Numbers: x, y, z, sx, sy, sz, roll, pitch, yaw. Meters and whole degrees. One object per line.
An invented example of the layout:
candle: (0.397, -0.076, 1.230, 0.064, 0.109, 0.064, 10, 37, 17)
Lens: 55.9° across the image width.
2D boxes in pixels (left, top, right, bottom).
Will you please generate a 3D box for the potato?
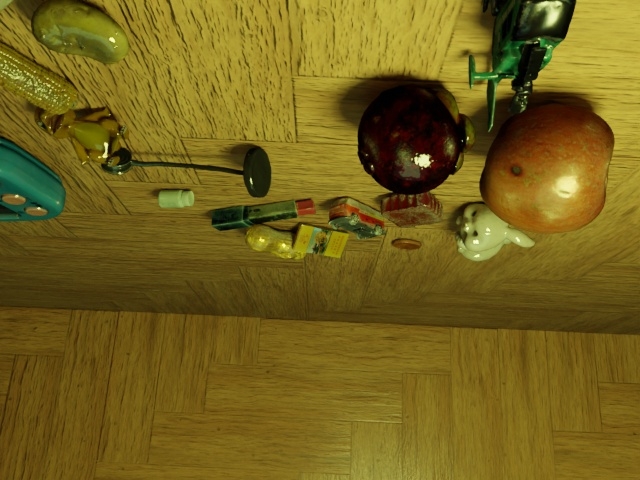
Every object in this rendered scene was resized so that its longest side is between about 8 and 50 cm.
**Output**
potato: (-0.356, -0.313, 0.902, 0.138, 0.070, 0.091, 10, 155, -27)

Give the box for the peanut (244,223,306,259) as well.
peanut: (-0.132, 0.004, 1.808, 0.207, 0.087, 0.087, 17, 157, -29)

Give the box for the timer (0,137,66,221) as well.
timer: (-0.793, -0.143, 1.409, 0.309, 0.115, 0.340, -2, 161, 11)

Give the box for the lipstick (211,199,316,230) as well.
lipstick: (-0.150, -0.073, 1.634, 0.312, 0.051, 0.051, -7, 157, 23)

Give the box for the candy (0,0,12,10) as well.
candy: (-0.544, -0.348, 0.641, 0.427, 0.186, 0.386, 16, 149, -30)

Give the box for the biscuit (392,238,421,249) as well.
biscuit: (0.267, 0.012, 1.882, 0.091, 0.015, 0.078, 12, 161, -25)

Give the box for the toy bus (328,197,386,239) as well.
toy bus: (0.095, -0.058, 1.593, 0.079, 0.077, 0.174, -14, 155, 41)

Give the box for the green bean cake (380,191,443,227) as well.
green bean cake: (0.234, -0.081, 1.538, 0.136, 0.056, 0.135, -8, 157, 29)

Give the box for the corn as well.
corn: (-0.507, -0.279, 1.032, 0.068, 0.068, 0.207, -8, 160, 29)

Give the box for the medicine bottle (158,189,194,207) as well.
medicine bottle: (-0.373, -0.108, 1.559, 0.083, 0.047, 0.047, 0, 162, 9)

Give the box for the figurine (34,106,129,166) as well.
figurine: (-0.474, -0.219, 1.199, 0.176, 0.121, 0.122, 24, -177, -18)

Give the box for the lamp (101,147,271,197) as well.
lamp: (-0.289, -0.182, 1.312, 0.372, 0.130, 0.108, 16, 139, 2)

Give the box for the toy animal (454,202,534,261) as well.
toy animal: (0.443, -0.021, 1.578, 0.179, 0.127, 0.193, 3, 161, -7)

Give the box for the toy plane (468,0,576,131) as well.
toy plane: (0.273, -0.265, 0.842, 0.107, 0.155, 0.382, 1, 178, 2)

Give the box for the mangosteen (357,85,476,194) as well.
mangosteen: (0.163, -0.178, 1.061, 0.210, 0.209, 0.210, 2, 162, 1)

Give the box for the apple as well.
apple: (0.403, -0.129, 1.097, 0.254, 0.253, 0.253, 2, 162, 1)

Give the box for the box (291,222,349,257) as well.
box: (0.000, 0.000, 1.791, 0.155, 0.023, 0.086, 10, 117, -22)
